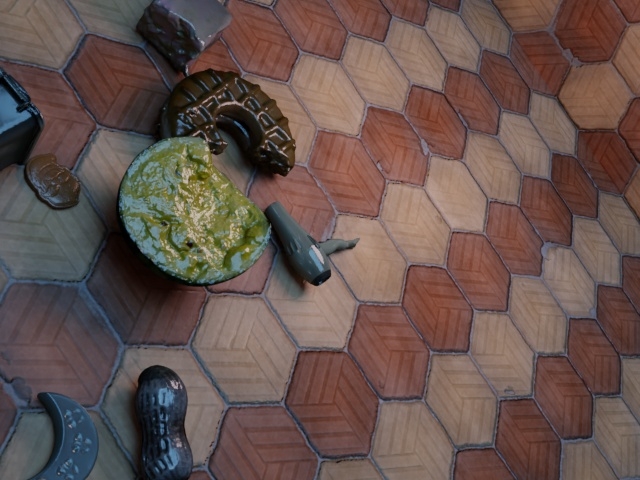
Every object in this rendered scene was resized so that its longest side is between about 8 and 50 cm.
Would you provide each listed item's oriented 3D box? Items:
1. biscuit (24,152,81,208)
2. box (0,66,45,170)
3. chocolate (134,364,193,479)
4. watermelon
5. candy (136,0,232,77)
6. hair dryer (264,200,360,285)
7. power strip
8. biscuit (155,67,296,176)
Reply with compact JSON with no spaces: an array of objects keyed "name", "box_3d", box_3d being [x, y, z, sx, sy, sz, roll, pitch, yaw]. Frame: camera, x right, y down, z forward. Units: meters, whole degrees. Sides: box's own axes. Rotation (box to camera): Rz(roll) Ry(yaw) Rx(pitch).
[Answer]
[{"name":"biscuit","box_3d":[-0.551,-0.121,1.777,0.130,0.019,0.102,50,46,-6]},{"name":"box","box_3d":[-0.636,-0.208,1.614,0.163,0.243,0.135,51,57,-6]},{"name":"chocolate","box_3d":[-0.300,0.360,1.651,0.110,0.110,0.248,2,69,-39]},{"name":"watermelon","box_3d":[-0.287,-0.037,1.837,0.330,0.189,0.331,8,68,-19]},{"name":"candy","box_3d":[-0.330,-0.533,2.120,0.185,0.137,0.195,44,43,-11]},{"name":"hair dryer","box_3d":[-0.030,-0.021,2.139,0.229,0.092,0.267,46,31,-2]},{"name":"power strip","box_3d":[-0.469,0.385,1.537,0.137,0.044,0.216,24,52,-29]},{"name":"biscuit","box_3d":[-0.230,-0.281,2.075,0.366,0.115,0.268,4,64,-40]}]
